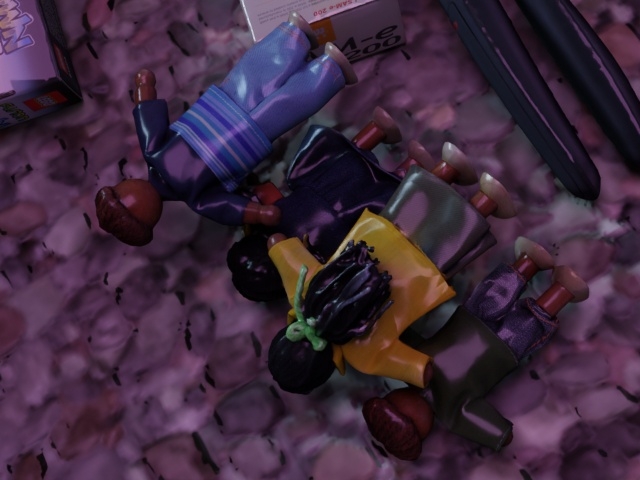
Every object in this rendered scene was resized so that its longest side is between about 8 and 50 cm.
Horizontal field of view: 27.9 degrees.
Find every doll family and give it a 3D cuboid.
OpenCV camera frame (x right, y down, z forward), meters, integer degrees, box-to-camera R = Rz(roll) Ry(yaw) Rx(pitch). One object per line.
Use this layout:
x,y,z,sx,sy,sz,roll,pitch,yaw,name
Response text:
0.000,0.000,0.476,0.111,0.076,0.193,-44,59,-5,doll family

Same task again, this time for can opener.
0.072,-0.099,0.515,0.059,0.073,0.186,-27,75,16,can opener

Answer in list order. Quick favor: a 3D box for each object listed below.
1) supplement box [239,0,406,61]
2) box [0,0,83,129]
-0.008,-0.122,0.552,0.062,0.036,0.098,-19,62,2,supplement box
-0.188,-0.142,0.567,0.114,0.036,0.207,-17,80,3,box
